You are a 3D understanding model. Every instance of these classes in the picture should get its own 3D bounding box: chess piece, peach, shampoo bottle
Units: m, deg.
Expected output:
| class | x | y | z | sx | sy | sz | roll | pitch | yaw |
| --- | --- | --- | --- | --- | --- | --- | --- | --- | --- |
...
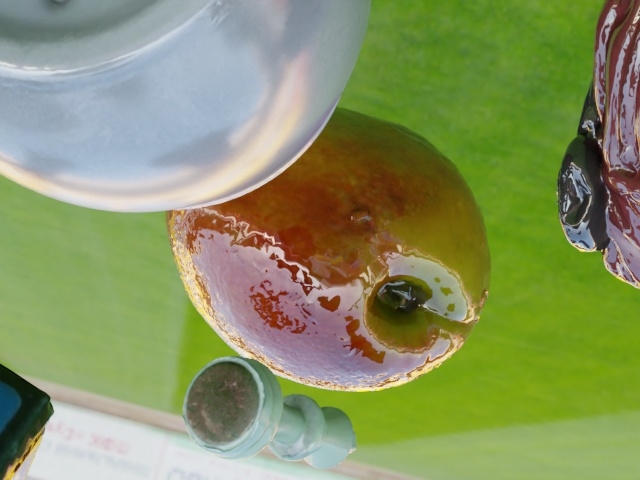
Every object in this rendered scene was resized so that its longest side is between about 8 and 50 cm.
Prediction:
| class | x | y | z | sx | sy | sz | roll | pitch | yaw |
| --- | --- | --- | --- | --- | --- | --- | --- | --- | --- |
| chess piece | -0.016 | 0.110 | 0.806 | 0.059 | 0.059 | 0.149 | 6 | 168 | 34 |
| peach | 0.000 | 0.002 | 1.442 | 0.373 | 0.289 | 0.372 | 11 | -167 | -3 |
| shampoo bottle | -0.104 | -0.151 | 0.762 | 0.273 | 0.272 | 0.266 | 12 | 173 | 10 |

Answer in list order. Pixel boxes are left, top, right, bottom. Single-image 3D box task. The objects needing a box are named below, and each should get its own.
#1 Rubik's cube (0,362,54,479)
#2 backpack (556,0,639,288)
| class | x | y | z | sx | sy | sz | roll | pitch | yaw |
| --- | --- | --- | --- | --- | --- | --- | --- | --- | --- |
| Rubik's cube | -0.192 | 0.098 | 0.358 | 0.161 | 0.162 | 0.163 | 30 | 131 | -1 |
| backpack | 0.228 | -0.079 | 0.710 | 0.229 | 0.229 | 0.139 | 25 | 178 | -42 |
